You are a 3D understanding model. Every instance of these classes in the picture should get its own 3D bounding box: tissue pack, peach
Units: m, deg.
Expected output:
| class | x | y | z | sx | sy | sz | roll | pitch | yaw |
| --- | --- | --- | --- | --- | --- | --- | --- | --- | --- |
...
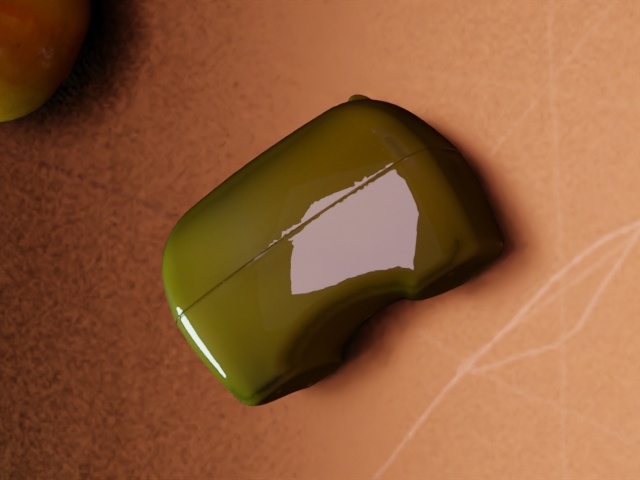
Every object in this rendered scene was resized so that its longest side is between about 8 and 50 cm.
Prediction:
| class | x | y | z | sx | sy | sz | roll | pitch | yaw |
| --- | --- | --- | --- | --- | --- | --- | --- | --- | --- |
| tissue pack | 0.000 | 0.000 | 1.044 | 0.178 | 0.123 | 0.127 | -36 | 82 | 15 |
| peach | -0.202 | -0.139 | 1.114 | 0.138 | 0.138 | 0.138 | -1 | 88 | 18 |
